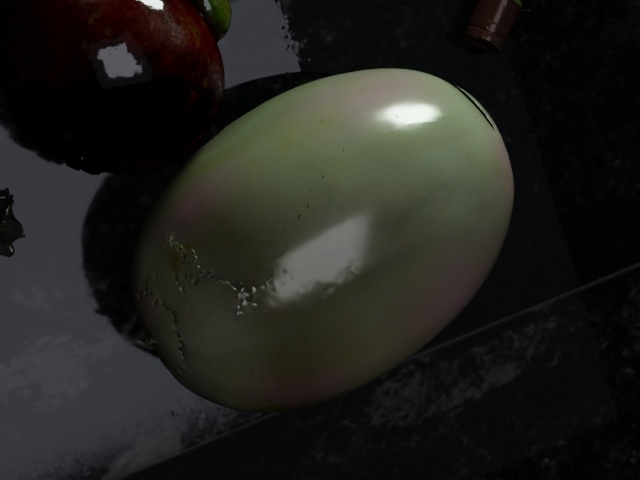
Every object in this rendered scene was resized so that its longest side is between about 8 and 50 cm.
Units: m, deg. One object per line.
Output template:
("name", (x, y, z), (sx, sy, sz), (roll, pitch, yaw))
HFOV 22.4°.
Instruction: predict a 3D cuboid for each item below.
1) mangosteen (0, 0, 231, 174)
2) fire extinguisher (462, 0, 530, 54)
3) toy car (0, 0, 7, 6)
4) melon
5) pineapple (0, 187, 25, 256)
("mangosteen", (-0.143, -0.144, 1.189), (0.199, 0.200, 0.200), (-2, 96, -17))
("fire extinguisher", (0.162, -0.222, 1.349), (0.056, 0.039, 0.132), (27, 86, -51))
("toy car", (-0.257, -0.193, 1.206), (0.165, 0.071, 0.062), (-39, 91, -10))
("melon", (0.000, 0.000, 1.223), (0.317, 0.223, 0.223), (-31, 103, -12))
("pineapple", (-0.315, 0.006, 1.197), (0.197, 0.108, 0.108), (-14, 99, -29))
